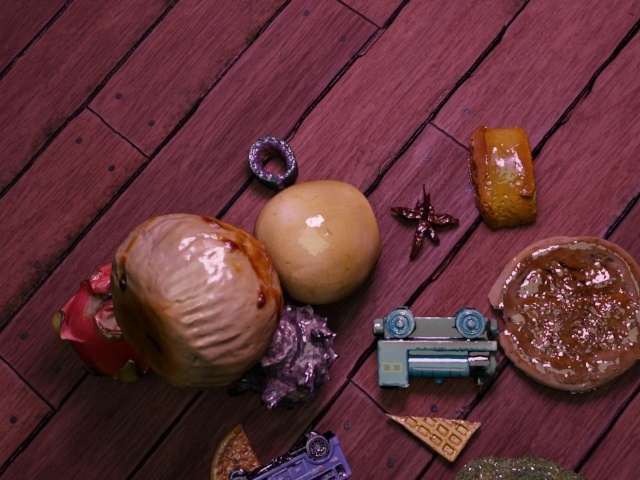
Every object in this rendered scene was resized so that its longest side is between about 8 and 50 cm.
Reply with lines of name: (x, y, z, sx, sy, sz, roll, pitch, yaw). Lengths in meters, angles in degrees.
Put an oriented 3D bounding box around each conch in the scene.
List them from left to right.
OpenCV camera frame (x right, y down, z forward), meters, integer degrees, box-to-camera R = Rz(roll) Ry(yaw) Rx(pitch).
conch: (-0.092, 0.270, 1.548, 0.241, 0.186, 0.313, 50, 123, 15)

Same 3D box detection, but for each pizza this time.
pizza: (-0.200, 0.541, 1.604, 0.130, 0.041, 0.178, 31, 83, 11)

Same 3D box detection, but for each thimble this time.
thimble: (-0.121, -0.200, 1.735, 0.135, 0.090, 0.118, 42, 86, 14)

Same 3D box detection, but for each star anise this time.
star anise: (0.257, -0.055, 1.634, 0.158, 0.144, 0.141, -29, 84, -1)

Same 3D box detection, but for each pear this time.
pear: (0.000, 0.000, 1.572, 0.309, 0.309, 0.310, -2, 77, 7)

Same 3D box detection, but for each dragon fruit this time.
dragon fruit: (-0.500, 0.191, 1.627, 0.305, 0.226, 0.306, -1, 78, 4)

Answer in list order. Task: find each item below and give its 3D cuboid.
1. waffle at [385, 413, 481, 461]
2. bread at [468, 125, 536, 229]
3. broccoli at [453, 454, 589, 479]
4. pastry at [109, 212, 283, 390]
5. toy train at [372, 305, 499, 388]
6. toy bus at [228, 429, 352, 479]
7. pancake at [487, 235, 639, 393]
waffle: (0.265, 0.421, 1.577, 0.191, 0.032, 0.125, 37, 86, 12)
bread: (0.447, -0.169, 1.631, 0.160, 0.147, 0.261, -2, 77, 9)
broccoli: (0.417, 0.605, 1.375, 0.321, 0.310, 0.413, 44, 51, -3)
pastry: (-0.254, 0.119, 1.426, 0.312, 0.388, 0.389, -26, 72, -38)
toy train: (0.272, 0.252, 1.575, 0.298, 0.120, 0.194, -1, 84, 8)
toy bus: (-0.081, 0.547, 1.526, 0.292, 0.125, 0.133, -25, 84, -11)
pancake: (0.587, 0.170, 1.574, 0.381, 0.071, 0.383, -2, 75, 9)
